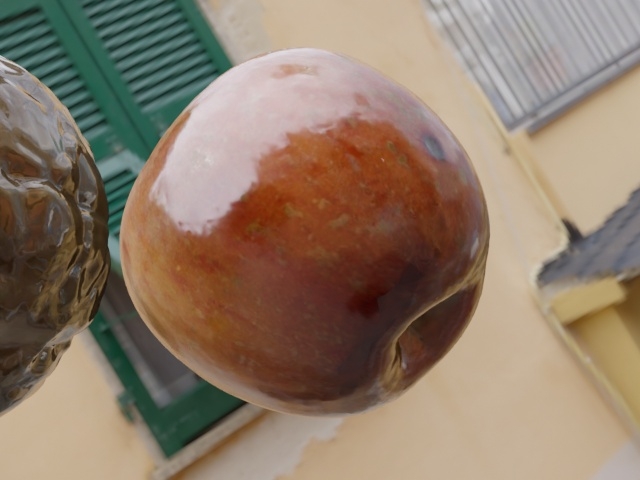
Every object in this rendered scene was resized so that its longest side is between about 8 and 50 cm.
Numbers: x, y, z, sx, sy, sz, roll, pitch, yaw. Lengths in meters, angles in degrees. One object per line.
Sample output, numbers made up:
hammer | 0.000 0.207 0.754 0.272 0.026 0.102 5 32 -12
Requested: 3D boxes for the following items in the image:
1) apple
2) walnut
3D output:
apple | 0.000 0.000 0.810 0.253 0.254 0.253 -31 0 0
walnut | -0.178 -0.012 0.456 0.178 0.178 0.230 -31 -26 14
